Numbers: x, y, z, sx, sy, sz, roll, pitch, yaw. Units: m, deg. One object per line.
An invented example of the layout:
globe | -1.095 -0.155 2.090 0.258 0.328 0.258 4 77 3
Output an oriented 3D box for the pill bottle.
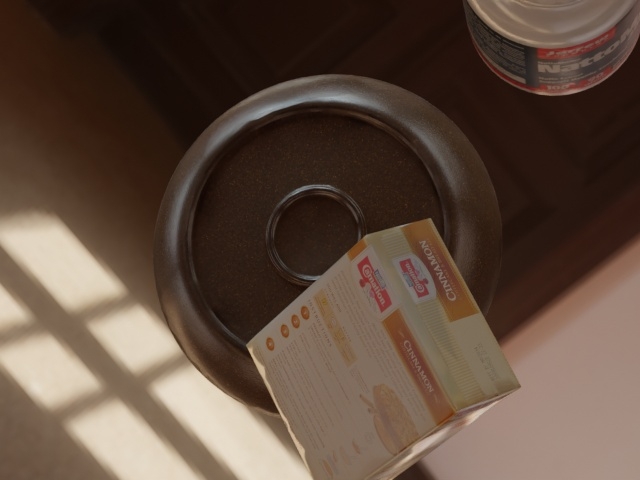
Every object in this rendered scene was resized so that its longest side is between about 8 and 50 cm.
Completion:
pill bottle | 0.131 -0.152 1.053 0.108 0.108 0.180 54 1 12

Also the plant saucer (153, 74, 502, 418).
plant saucer | 0.000 0.000 1.612 0.311 0.310 0.050 55 2 16

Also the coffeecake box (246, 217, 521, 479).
coffeecake box | 0.042 0.092 1.379 0.068 0.185 0.142 -15 72 -39
